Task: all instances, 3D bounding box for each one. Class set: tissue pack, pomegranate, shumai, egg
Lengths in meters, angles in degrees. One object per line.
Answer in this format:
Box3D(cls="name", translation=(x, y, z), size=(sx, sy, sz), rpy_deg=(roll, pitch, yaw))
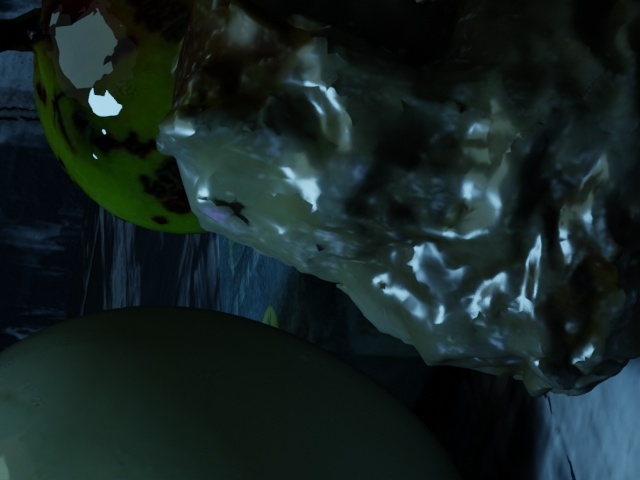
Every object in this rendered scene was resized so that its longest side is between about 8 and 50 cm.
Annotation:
Box3D(cls="tissue pack", translation=(0.000, 0.000, 0.980), size=(0.185, 0.081, 0.257), rpy_deg=(113, 157, -51))
Box3D(cls="pomegranate", translation=(-0.026, -0.079, 0.830), size=(0.156, 0.220, 0.156), rpy_deg=(1, -90, -78))
Box3D(cls="shumai", translation=(0.029, -0.038, 0.655), size=(0.206, 0.176, 0.166), rpy_deg=(-120, 37, -74))
Box3D(cls="egg", translation=(-0.052, 0.121, 0.789), size=(0.186, 0.242, 0.186), rpy_deg=(8, -90, -83))
